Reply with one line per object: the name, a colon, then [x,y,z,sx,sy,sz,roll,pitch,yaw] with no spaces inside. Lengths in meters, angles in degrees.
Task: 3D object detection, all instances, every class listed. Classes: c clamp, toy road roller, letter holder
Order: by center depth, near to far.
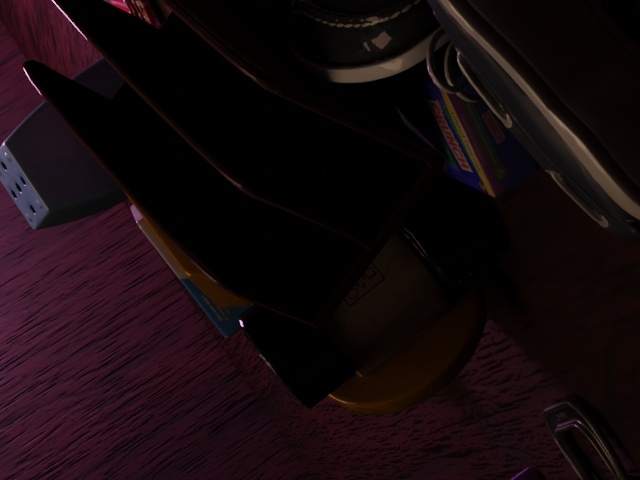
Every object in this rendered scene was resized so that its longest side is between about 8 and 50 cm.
letter holder: [-0.101,-0.105,1.078,0.214,0.152,0.302,23,-162,-50]
c clamp: [0.234,0.193,1.298,0.137,0.022,0.160,59,171,14]
toy road roller: [0.000,0.000,1.303,0.329,0.202,0.240,51,179,25]

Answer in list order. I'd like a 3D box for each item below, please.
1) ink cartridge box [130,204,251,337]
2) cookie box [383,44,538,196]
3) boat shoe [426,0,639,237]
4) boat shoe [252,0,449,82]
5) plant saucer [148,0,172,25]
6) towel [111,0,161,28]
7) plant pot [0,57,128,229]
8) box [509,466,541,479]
ink cartridge box: [-0.056,-0.027,1.411,0.139,0.191,0.082,54,176,-19]
cookie box: [0.092,-0.086,1.053,0.092,0.040,0.107,62,167,-25]
boat shoe: [0.108,-0.109,0.805,0.254,0.095,0.079,48,158,-2]
boat shoe: [-0.002,-0.183,0.994,0.091,0.114,0.302,56,170,-29]
plant saucer: [-0.111,-0.198,1.599,0.278,0.041,0.278,52,169,15]
towel: [-0.253,-0.336,1.671,0.275,0.031,0.199,64,172,-22]
plant pot: [-0.293,-0.124,1.982,0.165,0.234,0.166,57,156,0]
box: [0.276,0.383,1.543,0.293,0.057,0.201,52,168,23]
